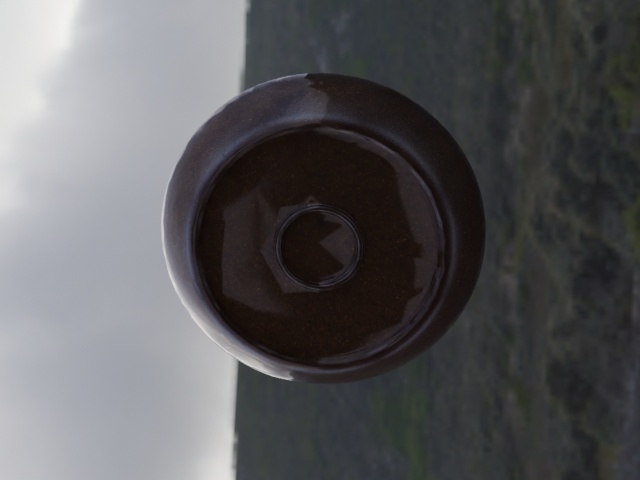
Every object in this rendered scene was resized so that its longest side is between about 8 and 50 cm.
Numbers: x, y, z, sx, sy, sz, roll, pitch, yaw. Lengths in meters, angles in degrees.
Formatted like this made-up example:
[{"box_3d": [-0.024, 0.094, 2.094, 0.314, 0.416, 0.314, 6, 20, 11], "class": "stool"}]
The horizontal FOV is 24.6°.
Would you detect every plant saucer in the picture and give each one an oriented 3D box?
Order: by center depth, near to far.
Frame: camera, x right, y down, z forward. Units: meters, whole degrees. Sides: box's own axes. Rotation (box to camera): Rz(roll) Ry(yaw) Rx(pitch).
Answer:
[{"box_3d": [0.000, 0.000, 0.748, 0.029, 0.168, 0.168, -74, -15, -73], "class": "plant saucer"}]
